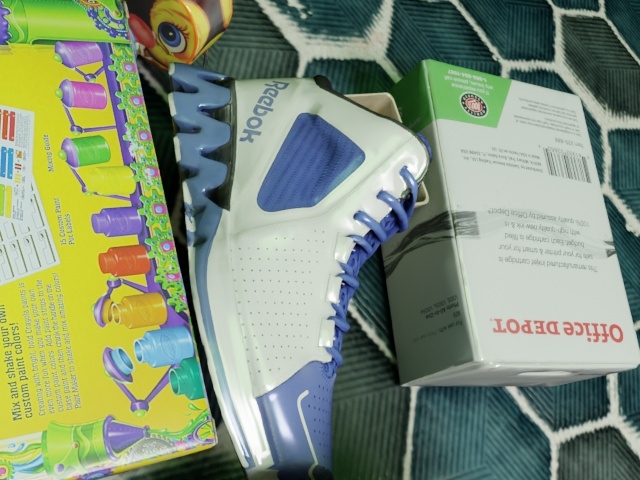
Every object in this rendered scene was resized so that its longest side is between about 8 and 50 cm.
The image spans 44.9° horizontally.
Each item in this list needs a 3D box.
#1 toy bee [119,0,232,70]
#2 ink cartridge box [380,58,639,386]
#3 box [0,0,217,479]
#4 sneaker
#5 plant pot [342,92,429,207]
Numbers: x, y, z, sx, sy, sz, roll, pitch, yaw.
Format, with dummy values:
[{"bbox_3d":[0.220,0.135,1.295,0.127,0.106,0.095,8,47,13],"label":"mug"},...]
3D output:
[{"bbox_3d":[-0.134,-0.205,0.629,0.298,0.162,0.195,24,58,-21],"label":"toy bee"},{"bbox_3d":[0.170,-0.007,0.756,0.211,0.121,0.289,6,67,-30],"label":"ink cartridge box"},{"bbox_3d":[-0.247,0.017,0.455,0.279,0.177,0.290,-5,74,-33],"label":"box"},{"bbox_3d":[0.000,-0.001,0.536,0.182,0.127,0.316,-9,67,-7],"label":"sneaker"},{"bbox_3d":[0.014,-0.060,0.698,0.108,0.096,0.109,-10,75,-34],"label":"plant pot"}]
